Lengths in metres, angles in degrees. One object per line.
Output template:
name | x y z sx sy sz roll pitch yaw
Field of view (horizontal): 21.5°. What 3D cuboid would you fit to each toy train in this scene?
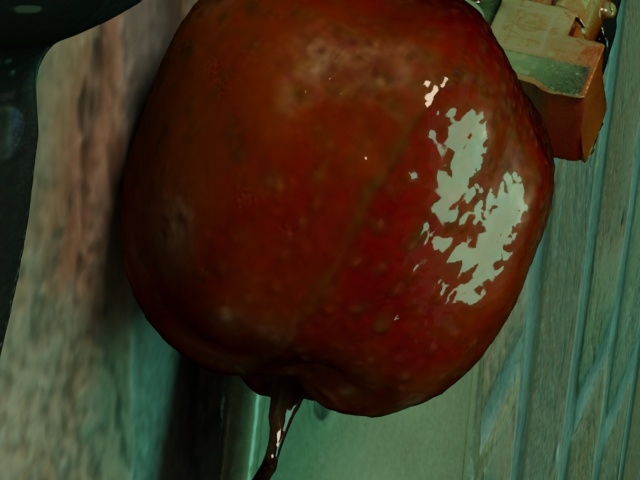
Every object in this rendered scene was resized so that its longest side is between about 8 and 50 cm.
toy train | 0.121 -0.130 0.966 0.074 0.118 0.176 86 26 -50

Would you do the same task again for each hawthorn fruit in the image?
hawthorn fruit | 0.000 0.000 0.616 0.157 0.157 0.194 41 64 -70

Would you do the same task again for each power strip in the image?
power strip | 0.006 0.044 0.800 0.213 0.065 0.198 -1 96 -57

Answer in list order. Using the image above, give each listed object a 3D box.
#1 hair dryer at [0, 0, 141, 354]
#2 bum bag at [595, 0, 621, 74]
hair dryer | -0.112 0.002 0.404 0.235 0.091 0.271 -28 133 -56
bum bag | 0.170 -0.131 1.201 0.102 0.069 0.248 -44 -168 44
